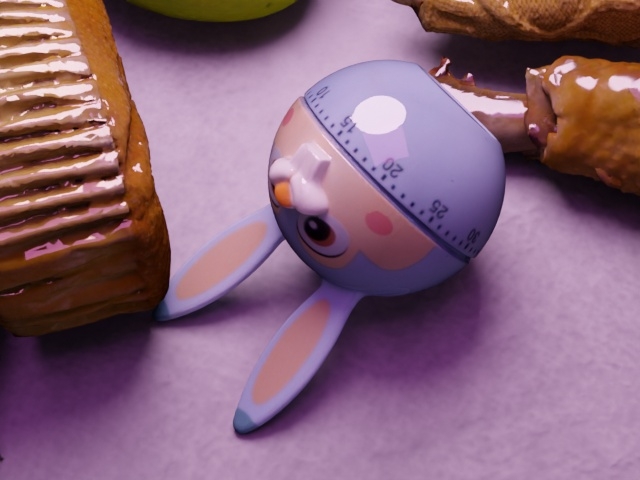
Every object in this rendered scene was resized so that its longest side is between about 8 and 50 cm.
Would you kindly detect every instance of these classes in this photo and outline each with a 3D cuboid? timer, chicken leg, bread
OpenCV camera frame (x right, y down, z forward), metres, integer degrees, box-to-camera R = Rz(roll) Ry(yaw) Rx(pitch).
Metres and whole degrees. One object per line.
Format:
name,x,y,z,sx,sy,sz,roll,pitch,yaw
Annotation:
timer,0.003,-0.014,0.826,0.255,0.175,0.175,-33,61,-9
chicken leg,0.253,-0.044,0.853,0.410,0.182,0.295,5,73,17
bread,-0.188,-0.065,0.844,0.143,0.227,0.253,-18,51,-11

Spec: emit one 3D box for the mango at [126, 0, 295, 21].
mango,-0.146,-0.292,1.031,0.343,0.156,0.192,29,54,25

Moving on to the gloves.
gloves,0.220,-0.225,0.936,0.357,0.203,0.155,-7,84,14
